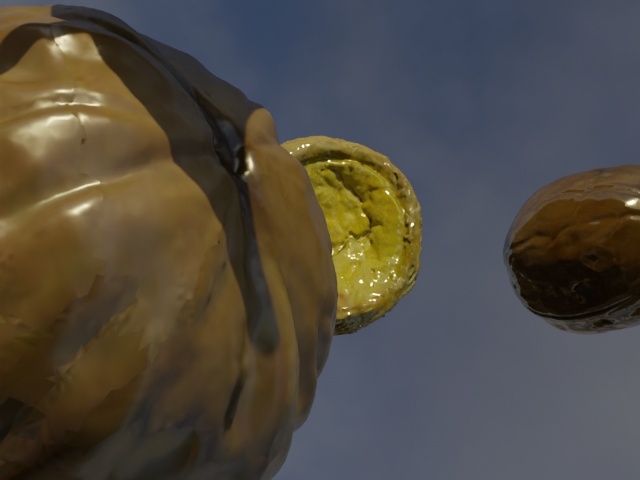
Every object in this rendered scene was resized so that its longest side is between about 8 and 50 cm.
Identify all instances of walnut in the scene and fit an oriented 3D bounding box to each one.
[{"bbox_3d":[0.275,0.010,1.502,0.207,0.167,0.167,-18,-85,38],"label":"walnut"},{"bbox_3d":[-0.101,0.030,0.502,0.213,0.213,0.213,27,-52,39],"label":"walnut"}]

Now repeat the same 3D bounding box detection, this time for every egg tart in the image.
[{"bbox_3d":[0.000,0.000,1.368,0.191,0.191,0.074,57,-24,11],"label":"egg tart"}]
